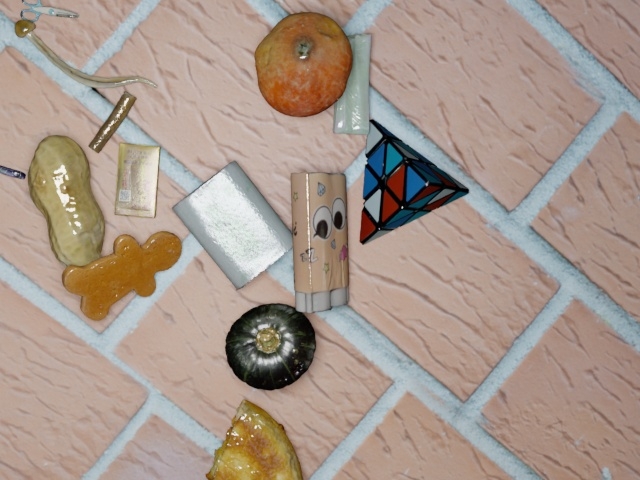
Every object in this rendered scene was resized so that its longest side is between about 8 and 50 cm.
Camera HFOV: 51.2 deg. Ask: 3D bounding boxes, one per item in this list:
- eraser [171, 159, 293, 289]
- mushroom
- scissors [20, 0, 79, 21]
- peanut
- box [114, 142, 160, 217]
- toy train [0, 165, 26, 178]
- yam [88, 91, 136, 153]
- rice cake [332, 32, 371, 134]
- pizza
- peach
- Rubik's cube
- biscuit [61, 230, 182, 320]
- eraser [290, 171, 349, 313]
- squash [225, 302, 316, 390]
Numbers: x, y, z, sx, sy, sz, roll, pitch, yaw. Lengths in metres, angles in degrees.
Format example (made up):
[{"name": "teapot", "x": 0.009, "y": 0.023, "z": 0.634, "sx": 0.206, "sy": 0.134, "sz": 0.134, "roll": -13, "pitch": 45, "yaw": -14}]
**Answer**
[{"name": "eraser", "x": -0.183, "y": -0.032, "z": 1.440, "sx": 0.174, "sy": 0.081, "sz": 0.227, "roll": -38, "pitch": 98, "yaw": -3}, {"name": "mushroom", "x": -0.499, "y": -0.369, "z": 1.405, "sx": 0.306, "sy": 0.043, "sz": 0.068, "roll": 27, "pitch": 115, "yaw": -9}, {"name": "scissors", "x": -0.567, "y": -0.480, "z": 1.399, "sx": 0.119, "sy": 0.014, "sz": 0.058, "roll": 9, "pitch": 97, "yaw": -4}, {"name": "peanut", "x": -0.520, "y": -0.071, "z": 1.374, "sx": 0.130, "sy": 0.130, "sz": 0.290, "roll": -16, "pitch": 95, "yaw": -6}, {"name": "box", "x": -0.394, "y": -0.128, "z": 1.438, "sx": 0.089, "sy": 0.022, "sz": 0.156, "roll": 3, "pitch": 93, "yaw": -6}, {"name": "toy train", "x": -0.665, "y": -0.147, "z": 1.405, "sx": 0.083, "sy": 0.017, "sz": 0.017, "roll": 17, "pitch": 92, "yaw": -8}, {"name": "yam", "x": -0.442, "y": -0.251, "z": 1.421, "sx": 0.032, "sy": 0.032, "sz": 0.145, "roll": 35, "pitch": 90, "yaw": -8}, {"name": "rice cake", "x": 0.070, "y": -0.345, "z": 1.472, "sx": 0.080, "sy": 0.042, "sz": 0.221, "roll": 1, "pitch": 94, "yaw": -3}, {"name": "pizza", "x": -0.156, "y": 0.521, "z": 1.476, "sx": 0.226, "sy": 0.086, "sz": 0.335, "roll": -18, "pitch": 94, "yaw": -1}, {"name": "peach", "x": -0.036, "y": -0.365, "z": 1.366, "sx": 0.233, "sy": 0.232, "sz": 0.232, "roll": 0, "pitch": 94, "yaw": -7}, {"name": "Rubik's cube", "x": 0.161, "y": -0.068, "z": 1.447, "sx": 0.284, "sy": 0.250, "sz": 0.234, "roll": 34, "pitch": 108, "yaw": -13}, {"name": "biscuit", "x": -0.406, "y": 0.060, "z": 1.405, "sx": 0.250, "sy": 0.036, "sz": 0.165, "roll": -33, "pitch": 133, "yaw": -21}, {"name": "eraser", "x": 0.000, "y": 0.000, "z": 1.436, "sx": 0.087, "sy": 0.171, "sz": 0.290, "roll": 1, "pitch": 94, "yaw": 32}, {"name": "squash", "x": -0.106, "y": 0.225, "z": 1.431, "sx": 0.193, "sy": 0.156, "sz": 0.193, "roll": -1, "pitch": 87, "yaw": 13}]
